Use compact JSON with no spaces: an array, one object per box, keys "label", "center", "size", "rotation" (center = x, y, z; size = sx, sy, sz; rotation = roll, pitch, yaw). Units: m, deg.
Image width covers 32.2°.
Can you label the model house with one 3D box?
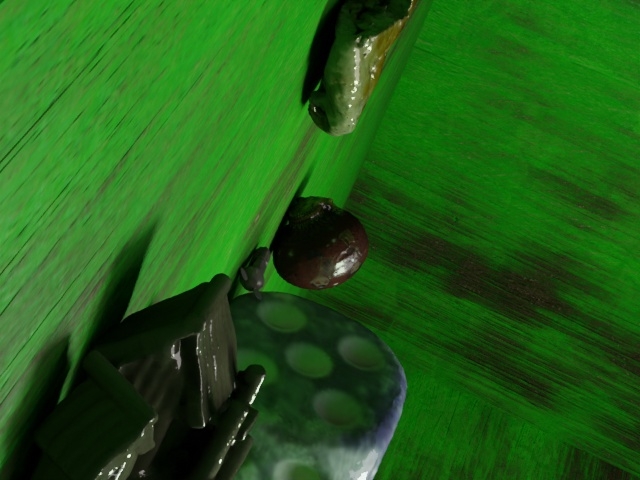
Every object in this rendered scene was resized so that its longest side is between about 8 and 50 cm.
[{"label":"model house","center":[-0.115,0.127,0.773],"size":[0.229,0.122,0.188],"rotation":[-47,159,-64]}]

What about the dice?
[{"label":"dice","center":[-0.057,0.252,1.470],"size":[0.271,0.270,0.270],"rotation":[-60,174,-56]}]

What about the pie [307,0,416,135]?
[{"label":"pie","center":[0.072,-0.269,1.253],"size":[0.337,0.075,0.338],"rotation":[25,90,-88]}]

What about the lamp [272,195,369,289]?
[{"label":"lamp","center":[-0.005,0.002,1.759],"size":[0.157,0.156,0.135],"rotation":[50,-18,59]}]

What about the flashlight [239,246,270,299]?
[{"label":"flashlight","center":[-0.088,0.039,1.489],"size":[0.031,0.052,0.110],"rotation":[-28,-162,18]}]
